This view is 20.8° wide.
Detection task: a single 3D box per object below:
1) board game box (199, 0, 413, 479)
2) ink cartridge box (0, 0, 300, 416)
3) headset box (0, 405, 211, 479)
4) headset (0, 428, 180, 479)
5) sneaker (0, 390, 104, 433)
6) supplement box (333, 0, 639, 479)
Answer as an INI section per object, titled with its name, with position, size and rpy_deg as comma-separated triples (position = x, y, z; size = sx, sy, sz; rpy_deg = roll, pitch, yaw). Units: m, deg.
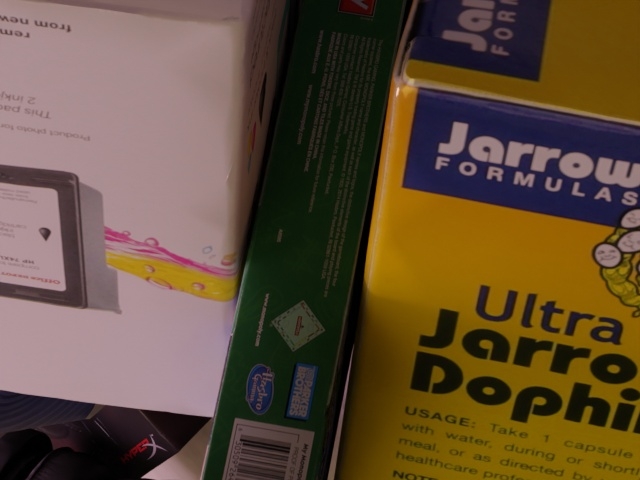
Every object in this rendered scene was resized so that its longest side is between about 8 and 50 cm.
[board game box]
position = 0.000, 0.000, 0.789
size = 0.046, 0.317, 0.213
rpy_deg = 10, 159, 4
[ink cartridge box]
position = -0.114, -0.084, 0.726
size = 0.197, 0.198, 0.270
rpy_deg = 8, 146, 2
[headset box]
position = -0.207, 0.039, 1.229
size = 0.293, 0.110, 0.218
rpy_deg = 48, 144, -3
[headset]
position = -0.159, 0.223, 1.085
size = 0.243, 0.185, 0.394
rpy_deg = 10, 162, 40
[sneaker]
position = -0.172, -0.052, 1.065
size = 0.182, 0.127, 0.315
rpy_deg = 33, 111, 37
[supplement box]
position = 0.120, 0.016, 0.777
size = 0.195, 0.194, 0.356
rpy_deg = 11, 137, 4
